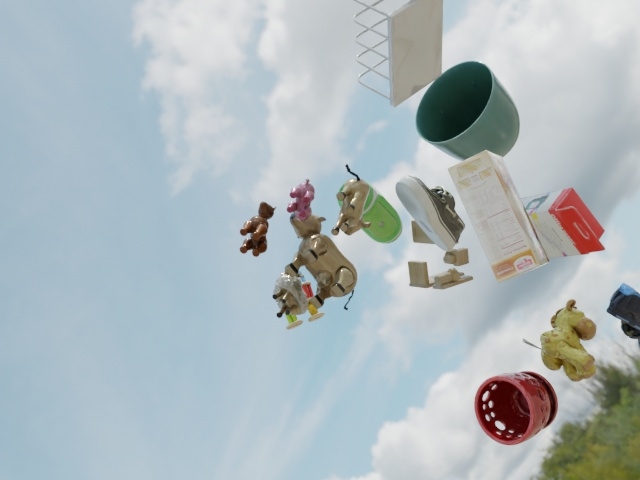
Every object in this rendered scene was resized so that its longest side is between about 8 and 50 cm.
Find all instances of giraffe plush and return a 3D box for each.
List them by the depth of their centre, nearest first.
[{"bbox_3d":[0.699,0.268,2.331,0.170,0.210,0.181,-53,-5,-21],"label":"giraffe plush"}]

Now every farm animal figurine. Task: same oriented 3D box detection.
[{"bbox_3d":[0.000,0.000,1.918,0.327,0.330,0.172,67,-150,-16],"label":"farm animal figurine"}]

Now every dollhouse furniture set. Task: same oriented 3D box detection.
[{"bbox_3d":[0.281,0.021,1.833,0.123,0.144,0.151,-14,-79,-36],"label":"dollhouse furniture set"}]

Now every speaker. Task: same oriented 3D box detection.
[{"bbox_3d":[0.164,-0.090,2.673,0.131,0.131,0.296,-51,-34,0],"label":"speaker"}]

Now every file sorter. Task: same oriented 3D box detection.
[{"bbox_3d":[0.201,-0.543,2.217,0.193,0.173,0.278,-36,-38,-25],"label":"file sorter"}]

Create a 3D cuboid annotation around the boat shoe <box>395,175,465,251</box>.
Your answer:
[{"bbox_3d":[0.203,-0.063,1.503,0.070,0.077,0.219,-50,-39,-7],"label":"boat shoe"}]

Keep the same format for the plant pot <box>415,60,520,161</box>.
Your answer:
[{"bbox_3d":[0.482,-0.375,2.596,0.235,0.293,0.293,31,-82,-37],"label":"plant pot"}]

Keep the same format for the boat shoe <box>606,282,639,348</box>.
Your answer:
[{"bbox_3d":[0.729,0.185,1.923,0.258,0.109,0.089,38,-84,-31],"label":"boat shoe"}]

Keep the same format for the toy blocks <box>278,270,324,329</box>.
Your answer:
[{"bbox_3d":[-0.071,0.165,2.349,0.123,0.148,0.054,-17,-20,-23],"label":"toy blocks"}]

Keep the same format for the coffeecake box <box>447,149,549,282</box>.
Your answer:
[{"bbox_3d":[0.274,-0.036,1.268,0.068,0.186,0.142,-25,-8,20],"label":"coffeecake box"}]

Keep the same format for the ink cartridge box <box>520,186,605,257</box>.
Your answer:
[{"bbox_3d":[0.532,-0.037,1.854,0.078,0.134,0.231,-48,16,-23],"label":"ink cartridge box"}]

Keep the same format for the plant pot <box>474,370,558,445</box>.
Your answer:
[{"bbox_3d":[0.551,0.453,2.303,0.174,0.191,0.191,-8,-49,-45],"label":"plant pot"}]
